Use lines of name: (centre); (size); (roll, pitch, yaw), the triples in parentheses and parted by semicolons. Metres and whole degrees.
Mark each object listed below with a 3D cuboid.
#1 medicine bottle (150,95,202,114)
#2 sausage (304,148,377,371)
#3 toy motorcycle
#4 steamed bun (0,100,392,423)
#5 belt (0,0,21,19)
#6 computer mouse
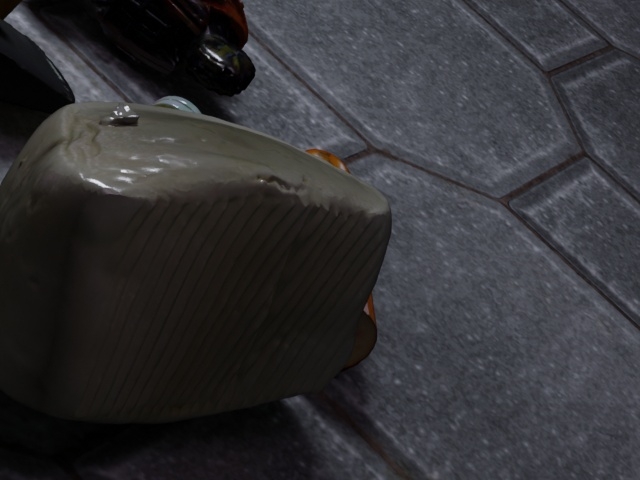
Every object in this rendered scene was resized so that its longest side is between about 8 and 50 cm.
medicine bottle: (-0.190, -0.079, 1.585); (0.074, 0.074, 0.218); (40, 30, 5)
sausage: (0.000, 0.000, 1.660); (0.093, 0.093, 0.312); (25, 31, -21)
toy motorcycle: (-0.228, -0.320, 1.828); (0.401, 0.134, 0.207); (35, 29, -8)
steamed bun: (-0.138, 0.010, 1.350); (0.236, 0.247, 0.383); (32, 22, 36)
belt: (-0.329, -0.249, 1.580); (0.083, 0.036, 0.059); (42, -2, 22)
computer mouse: (-0.368, -0.197, 1.548); (0.295, 0.087, 0.168); (34, 10, -38)
